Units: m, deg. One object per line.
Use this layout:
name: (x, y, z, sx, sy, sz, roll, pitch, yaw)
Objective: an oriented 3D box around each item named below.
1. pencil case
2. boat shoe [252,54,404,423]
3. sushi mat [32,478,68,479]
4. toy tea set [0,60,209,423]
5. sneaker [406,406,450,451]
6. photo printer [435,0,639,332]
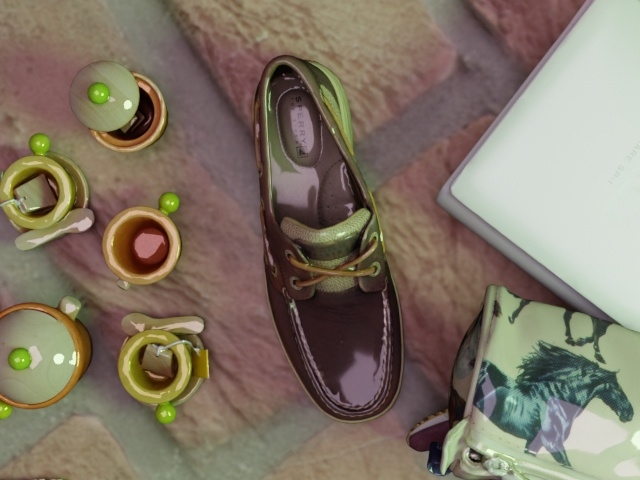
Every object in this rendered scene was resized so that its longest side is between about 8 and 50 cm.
pencil case: (0.298, 0.179, 1.004, 0.410, 0.160, 0.184, 19, 52, 8)
boat shoe: (0.000, 0.000, 1.122, 0.123, 0.123, 0.342, -9, 89, 4)
sushi mat: (-0.306, 0.385, 1.196, 0.151, 0.019, 0.317, -3, 89, 3)
toy tea set: (-0.214, 0.007, 1.138, 0.200, 0.124, 0.336, -5, 89, 4)
sneaker: (0.173, 0.179, 1.135, 0.185, 0.069, 0.084, -16, 83, 5)
photo printer: (0.297, -0.043, 1.108, 0.307, 0.107, 0.256, 38, 93, 4)
